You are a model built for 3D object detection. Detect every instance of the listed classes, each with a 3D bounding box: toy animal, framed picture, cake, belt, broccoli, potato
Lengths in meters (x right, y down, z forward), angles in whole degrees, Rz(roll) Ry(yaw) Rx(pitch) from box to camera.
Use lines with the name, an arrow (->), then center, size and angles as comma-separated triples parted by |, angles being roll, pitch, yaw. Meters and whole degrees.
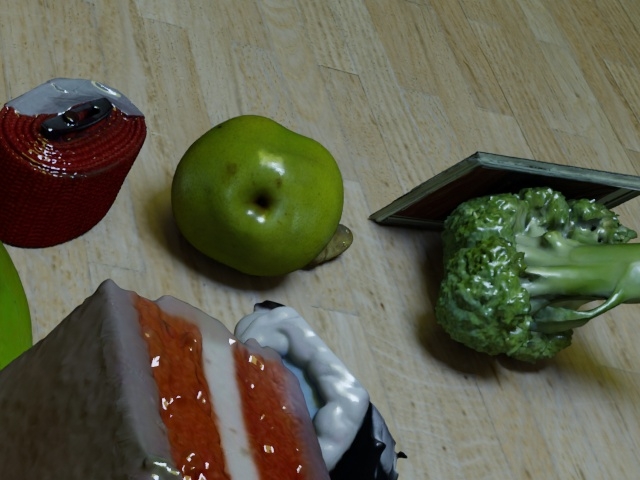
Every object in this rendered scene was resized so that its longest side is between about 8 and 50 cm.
toy animal -> -0.030, 0.171, 1.480 | 0.156, 0.208, 0.204 | -40, 63, -10
framed picture -> 0.224, -0.045, 1.957 | 0.273, 0.216, 0.016 | 6, 69, -32
cake -> -0.130, 0.212, 1.251 | 0.237, 0.230, 0.309 | 33, 23, -39
belt -> -0.261, -0.087, 1.691 | 0.128, 0.124, 0.201 | 37, 34, 9
broccoli -> 0.273, 0.048, 1.859 | 0.302, 0.186, 0.254 | 8, 19, -3
potato -> 0.000, 0.000, 1.850 | 0.092, 0.045, 0.046 | -25, 96, -49

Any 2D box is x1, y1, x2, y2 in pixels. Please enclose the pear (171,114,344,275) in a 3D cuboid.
pear -> -0.067, -0.054, 1.776 | 0.180, 0.166, 0.216 | 10, 15, -6

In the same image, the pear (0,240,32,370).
pear -> -0.405, 0.025, 1.383 | 0.398, 0.165, 0.399 | 21, 33, -14
